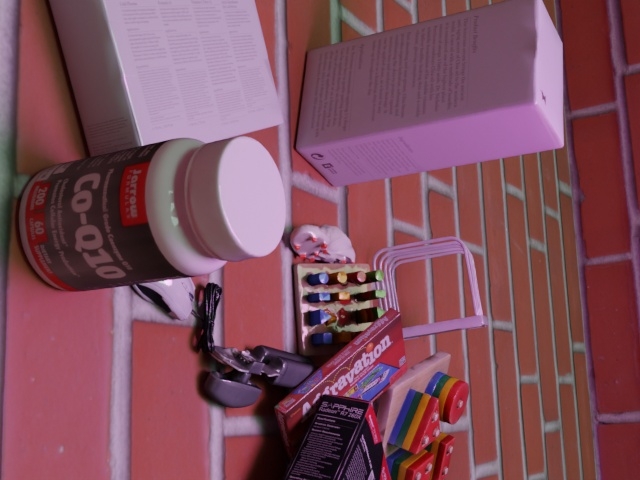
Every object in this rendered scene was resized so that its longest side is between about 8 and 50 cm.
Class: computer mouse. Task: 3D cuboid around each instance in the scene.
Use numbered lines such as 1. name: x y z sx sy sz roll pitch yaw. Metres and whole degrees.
1. computer mouse: -0.196 0.076 1.311 0.193 0.042 0.106 46 46 -48

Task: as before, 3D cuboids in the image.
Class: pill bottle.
1. pill bottle: -0.196 -0.032 1.088 0.161 0.283 0.161 25 61 -57

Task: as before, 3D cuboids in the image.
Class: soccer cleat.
1. soccer cleat: 0.000 0.000 1.677 0.196 0.068 0.076 29 42 -56

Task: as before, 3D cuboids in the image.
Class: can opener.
1. can opener: -0.089 0.218 1.467 0.283 0.076 0.095 27 92 -57

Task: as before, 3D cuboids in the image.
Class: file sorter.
1. file sorter: 0.218 0.101 1.840 0.277 0.192 0.173 26 54 -77

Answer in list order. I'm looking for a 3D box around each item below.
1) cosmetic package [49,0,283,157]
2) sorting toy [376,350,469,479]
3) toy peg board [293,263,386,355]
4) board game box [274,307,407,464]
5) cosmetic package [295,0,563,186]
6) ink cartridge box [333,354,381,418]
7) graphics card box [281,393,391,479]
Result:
1. cosmetic package: -0.207 -0.274 1.327 0.377 0.097 0.285 -27 109 -60
2. sorting toy: 0.194 0.371 1.789 0.257 0.089 0.256 -15 119 -57
3. toy peg board: 0.044 0.117 1.638 0.160 0.079 0.161 1 80 -35
4. board game box: 0.042 0.246 1.559 0.281 0.027 0.145 -37 134 -30
5. cosmetic package: 0.196 -0.261 1.685 0.161 0.453 0.230 40 50 -51
6. ink cartridge box: 0.078 0.256 1.745 0.104 0.061 0.181 5 78 -61
7. graphics card box: -0.003 0.451 1.433 0.233 0.094 0.371 76 31 -41
